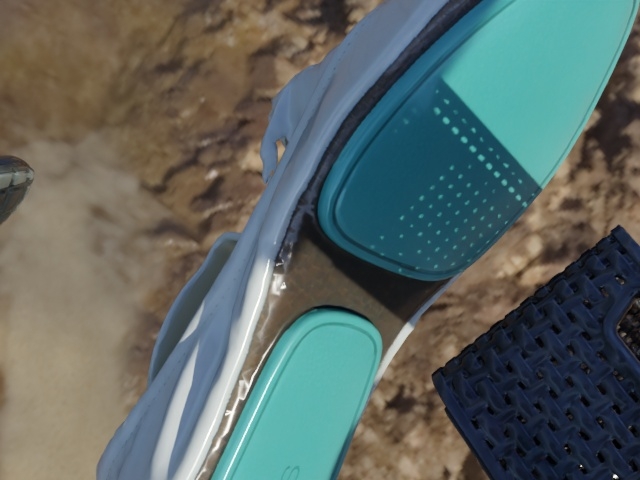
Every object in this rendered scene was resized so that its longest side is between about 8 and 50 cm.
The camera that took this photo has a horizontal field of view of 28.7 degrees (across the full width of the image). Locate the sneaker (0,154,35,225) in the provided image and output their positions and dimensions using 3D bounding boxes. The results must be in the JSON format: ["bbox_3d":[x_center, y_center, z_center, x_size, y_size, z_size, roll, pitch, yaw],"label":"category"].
[{"bbox_3d":[-0.373,-0.047,1.106,0.106,0.101,0.267,47,36,18],"label":"sneaker"}]

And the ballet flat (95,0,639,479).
[{"bbox_3d":[0.000,0.000,0.618,0.139,0.400,0.139,30,7,-4],"label":"ballet flat"}]

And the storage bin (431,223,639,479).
[{"bbox_3d":[0.130,0.088,0.445,0.180,0.084,0.122,35,18,-53],"label":"storage bin"}]
